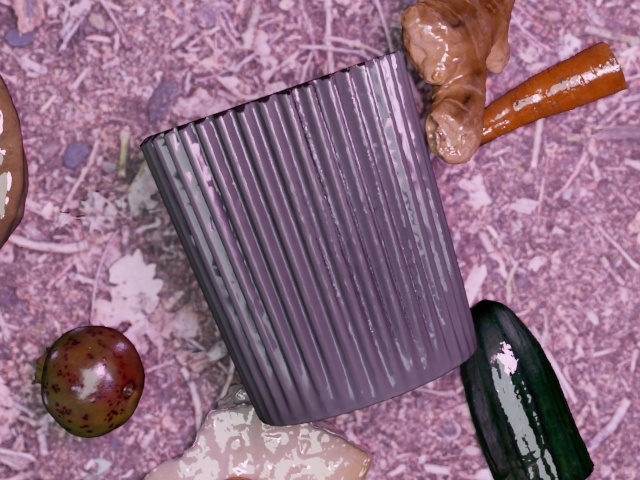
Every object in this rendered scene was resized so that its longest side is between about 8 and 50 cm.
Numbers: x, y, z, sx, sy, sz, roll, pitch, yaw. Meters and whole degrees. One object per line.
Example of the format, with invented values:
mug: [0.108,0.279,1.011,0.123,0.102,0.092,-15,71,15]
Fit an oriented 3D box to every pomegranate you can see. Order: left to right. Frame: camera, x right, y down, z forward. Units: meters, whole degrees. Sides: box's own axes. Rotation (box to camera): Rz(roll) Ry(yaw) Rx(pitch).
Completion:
pomegranate: [-0.260,0.154,1.876,0.130,0.130,0.130,0,91,1]

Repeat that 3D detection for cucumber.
cucumber: [0.219,0.184,1.899,0.115,0.063,0.244,-24,89,1]

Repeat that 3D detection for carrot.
carrot: [0.236,-0.152,1.895,0.209,0.061,0.061,-25,91,5]

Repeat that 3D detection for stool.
stool: [0.000,0.000,1.793,0.297,0.297,0.330,-19,96,1]

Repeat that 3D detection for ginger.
ginger: [0.163,-0.233,1.827,0.148,0.081,0.334,39,55,-14]

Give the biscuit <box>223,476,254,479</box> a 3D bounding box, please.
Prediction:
biscuit: [-0.071,0.401,1.901,0.183,0.043,0.280,-9,97,6]

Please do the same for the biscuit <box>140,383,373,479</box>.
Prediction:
biscuit: [-0.073,0.256,1.915,0.265,0.040,0.188,-12,93,1]

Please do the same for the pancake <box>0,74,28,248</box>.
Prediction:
pancake: [-0.457,-0.091,1.878,0.294,0.049,0.294,-1,94,-16]
